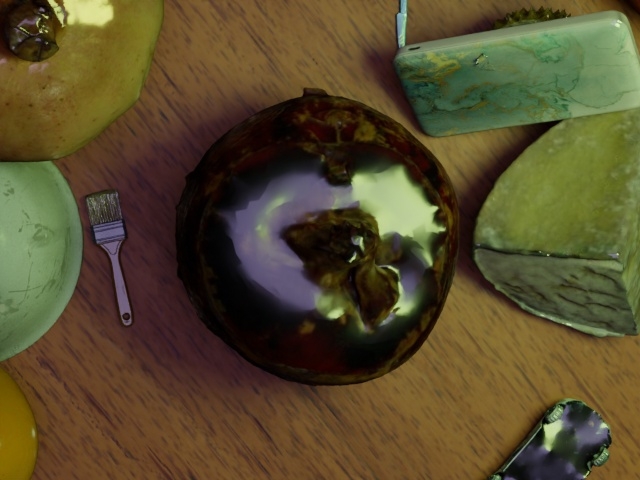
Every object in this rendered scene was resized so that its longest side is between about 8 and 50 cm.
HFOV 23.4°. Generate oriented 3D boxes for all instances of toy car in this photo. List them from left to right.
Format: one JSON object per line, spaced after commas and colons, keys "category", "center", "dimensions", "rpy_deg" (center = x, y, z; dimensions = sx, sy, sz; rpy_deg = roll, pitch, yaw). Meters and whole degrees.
{"category": "toy car", "center": [0.277, 0.289, 1.937], "dimensions": [0.095, 0.056, 0.205], "rpy_deg": [42, 90, -6]}

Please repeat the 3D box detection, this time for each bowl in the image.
{"category": "bowl", "center": [-0.436, 0.004, 1.796], "dimensions": [0.313, 0.146, 0.313], "rpy_deg": [0, 91, -6]}

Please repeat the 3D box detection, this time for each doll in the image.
{"category": "doll", "center": [-0.431, 0.260, 1.793], "dimensions": [0.213, 0.213, 0.236], "rpy_deg": [-1, 133, -7]}

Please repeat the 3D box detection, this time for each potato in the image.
{"category": "potato", "center": [0.324, -0.042, 1.912], "dimensions": [0.189, 0.211, 0.264], "rpy_deg": [13, 70, 26]}

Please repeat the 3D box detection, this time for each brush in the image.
{"category": "brush", "center": [-0.251, 0.023, 1.886], "dimensions": [0.043, 0.014, 0.170], "rpy_deg": [-12, 94, -8]}

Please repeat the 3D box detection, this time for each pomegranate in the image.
{"category": "pomegranate", "center": [-0.333, -0.251, 1.712], "dimensions": [0.338, 0.338, 0.338], "rpy_deg": [0, 92, -7]}

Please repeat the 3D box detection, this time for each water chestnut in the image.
{"category": "water chestnut", "center": [0.000, 0.000, 1.771], "dimensions": [0.350, 0.302, 0.350], "rpy_deg": [-1, 96, -9]}

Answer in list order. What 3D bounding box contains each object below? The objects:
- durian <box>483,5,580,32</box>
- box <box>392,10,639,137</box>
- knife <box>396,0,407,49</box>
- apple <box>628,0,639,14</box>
{"category": "durian", "center": [0.291, -0.222, 1.890], "dimensions": [0.208, 0.146, 0.102], "rpy_deg": [20, 46, 2]}
{"category": "box", "center": [0.236, -0.195, 1.834], "dimensions": [0.285, 0.044, 0.142], "rpy_deg": [-7, 137, 23]}
{"category": "knife", "center": [0.101, -0.279, 1.925], "dimensions": [0.014, 0.005, 0.091], "rpy_deg": [1, 92, -8]}
{"category": "apple", "center": [0.473, -0.357, 1.851], "dimensions": [0.272, 0.206, 0.251], "rpy_deg": [42, 118, -5]}
